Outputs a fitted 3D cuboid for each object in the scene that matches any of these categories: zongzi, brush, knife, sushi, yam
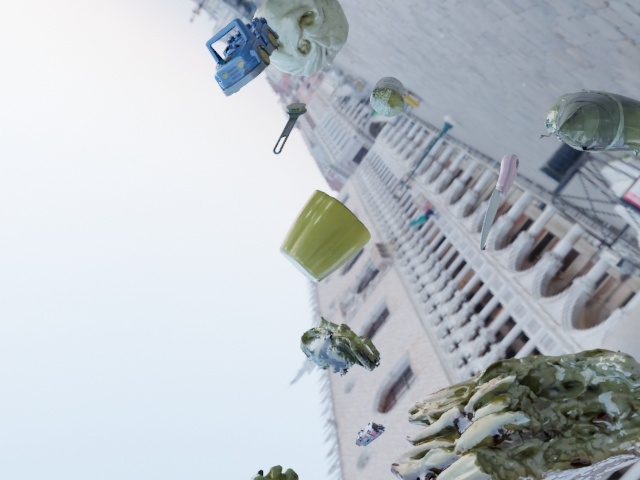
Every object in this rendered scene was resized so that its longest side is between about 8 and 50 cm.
[{"bbox_3d":[0.228,-0.112,0.540,0.119,0.055,0.109,-5,-160,-23],"label":"zongzi"},{"bbox_3d":[-0.086,-0.304,1.555,0.062,0.027,0.266,-1,-143,13],"label":"brush"},{"bbox_3d":[0.515,-0.120,1.686,0.043,0.336,0.081,7,148,33],"label":"knife"},{"bbox_3d":[0.042,0.317,1.739,0.291,0.131,0.139,4,134,52],"label":"sushi"},{"bbox_3d":[0.132,-0.282,1.152,0.069,0.070,0.146,34,-153,-7],"label":"yam"}]

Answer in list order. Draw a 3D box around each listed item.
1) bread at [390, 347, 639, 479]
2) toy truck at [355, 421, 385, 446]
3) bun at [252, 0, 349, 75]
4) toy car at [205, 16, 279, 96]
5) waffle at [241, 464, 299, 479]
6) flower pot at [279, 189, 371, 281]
[{"bbox_3d":[0.299,0.275,0.851,0.314,0.370,0.191,26,-151,-39],"label":"bread"},{"bbox_3d":[0.099,0.391,1.174,0.032,0.083,0.024,28,-141,-6],"label":"toy truck"},{"bbox_3d":[-0.041,-0.476,1.350,0.231,0.231,0.133,25,-144,-38],"label":"bun"},{"bbox_3d":[-0.146,-0.352,1.071,0.100,0.097,0.191,47,-150,-28],"label":"toy car"},{"bbox_3d":[-0.090,0.502,0.993,0.208,0.214,0.054,56,150,-3],"label":"waffle"},{"bbox_3d":[0.000,0.000,1.461,0.195,0.179,0.195,40,171,8],"label":"flower pot"}]
